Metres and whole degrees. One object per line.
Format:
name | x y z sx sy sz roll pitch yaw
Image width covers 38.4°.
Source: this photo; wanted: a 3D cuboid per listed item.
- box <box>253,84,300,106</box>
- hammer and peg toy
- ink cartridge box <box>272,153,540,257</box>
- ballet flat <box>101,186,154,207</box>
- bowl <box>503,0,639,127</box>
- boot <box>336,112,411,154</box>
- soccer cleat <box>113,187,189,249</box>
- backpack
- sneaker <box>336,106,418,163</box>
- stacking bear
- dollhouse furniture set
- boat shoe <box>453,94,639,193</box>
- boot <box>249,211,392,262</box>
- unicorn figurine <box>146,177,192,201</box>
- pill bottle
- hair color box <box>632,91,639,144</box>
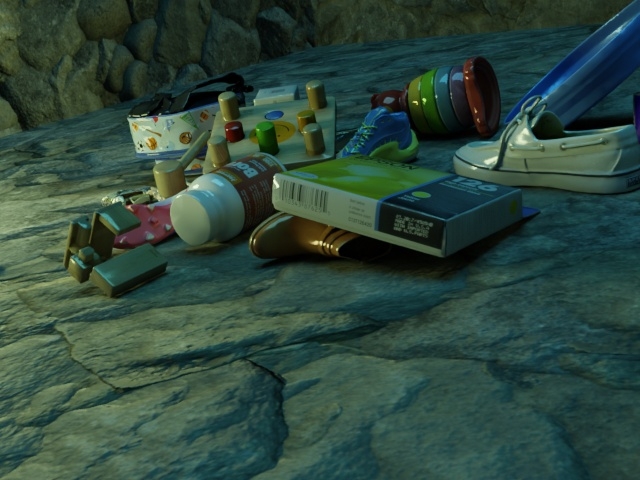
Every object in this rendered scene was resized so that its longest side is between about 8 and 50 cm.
box | -0.085 -0.246 2.030 0.090 0.171 0.130 -7 18 4
hammer and peg toy | -0.147 -0.203 1.812 0.361 0.127 0.266 -6 35 7
ink cartridge box | 0.139 -0.072 1.408 0.303 0.072 0.307 15 24 34
ballet flat | -0.403 -0.087 1.928 0.114 0.041 0.041 -13 18 -9
bowl | 0.537 -0.338 1.829 0.391 0.077 0.391 -42 3 3
boot | 0.103 -0.209 2.001 0.197 0.077 0.137 -20 20 11
soccer cleat | -0.290 -0.038 1.674 0.248 0.083 0.095 -25 -7 -28
backpack | -0.315 -0.257 2.134 0.276 0.213 0.263 -9 8 24
sneaker | 0.089 -0.204 1.877 0.240 0.126 0.091 -19 19 -28
stacking bear | 0.249 -0.309 2.094 0.288 0.176 0.164 -9 18 29
dollhouse furniture set | -0.341 0.047 1.490 0.151 0.123 0.144 39 40 20
boat shoe | 0.377 -0.177 1.585 0.135 0.157 0.367 -22 22 -36
boot | 0.000 0.000 1.384 0.197 0.073 0.152 -17 23 -14
unicorn figurine | -0.261 -0.099 1.866 0.161 0.060 0.111 -29 35 -28
pill bottle | -0.155 -0.070 1.597 0.121 0.121 0.216 3 21 35
hair color box | 0.733 -0.212 1.592 0.185 0.110 0.339 -15 17 -21
